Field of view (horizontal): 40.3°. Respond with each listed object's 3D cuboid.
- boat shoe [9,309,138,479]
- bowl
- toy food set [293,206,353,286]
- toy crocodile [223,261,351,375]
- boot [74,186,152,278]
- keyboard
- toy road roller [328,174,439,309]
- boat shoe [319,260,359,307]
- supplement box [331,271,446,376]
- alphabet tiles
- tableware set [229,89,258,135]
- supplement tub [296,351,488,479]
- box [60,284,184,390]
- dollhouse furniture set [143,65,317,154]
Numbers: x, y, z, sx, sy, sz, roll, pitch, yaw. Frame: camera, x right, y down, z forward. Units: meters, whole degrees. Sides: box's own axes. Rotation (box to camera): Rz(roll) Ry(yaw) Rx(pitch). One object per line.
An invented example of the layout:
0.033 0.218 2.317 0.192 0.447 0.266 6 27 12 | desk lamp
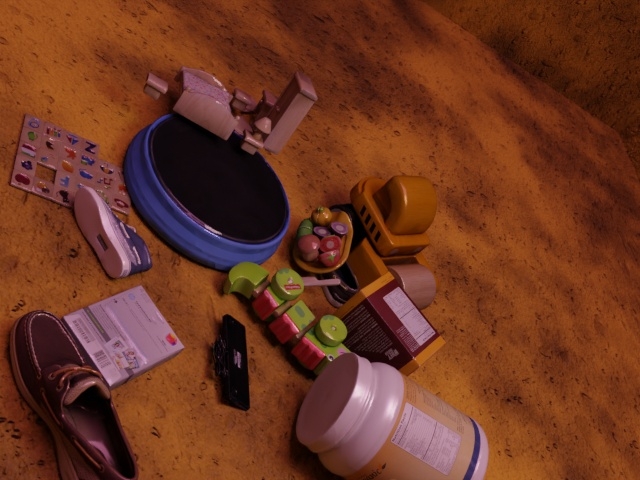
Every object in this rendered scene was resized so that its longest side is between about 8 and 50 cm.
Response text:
-0.372 0.241 1.347 0.123 0.123 0.342 -2 57 -47 | boat shoe
-0.232 -0.115 1.877 0.391 0.077 0.391 29 37 -24 | bowl
0.000 0.000 1.938 0.128 0.071 0.218 3 50 11 | toy food set
-0.051 0.171 1.762 0.340 0.115 0.105 46 40 3 | toy crocodile
-0.390 -0.016 1.643 0.086 0.069 0.190 -11 72 -58 | boot
-0.176 0.227 1.658 0.100 0.038 0.192 47 26 -43 | keyboard
0.183 -0.010 2.070 0.202 0.240 0.330 -4 58 -47 | toy road roller
0.023 0.042 2.003 0.081 0.068 0.228 0 56 -45 | boat shoe
0.116 0.210 1.827 0.194 0.191 0.129 52 35 8 | supplement box
-0.478 -0.135 1.708 0.237 0.009 0.198 24 40 -30 | alphabet tiles
-0.193 -0.312 2.170 0.141 0.020 0.169 -3 57 -50 | tableware set
0.134 0.373 1.655 0.316 0.228 0.228 34 37 -17 | supplement tub
-0.346 0.169 1.521 0.145 0.038 0.186 53 36 8 | box
-0.205 -0.372 1.990 0.355 0.174 0.303 29 22 -23 | dollhouse furniture set
